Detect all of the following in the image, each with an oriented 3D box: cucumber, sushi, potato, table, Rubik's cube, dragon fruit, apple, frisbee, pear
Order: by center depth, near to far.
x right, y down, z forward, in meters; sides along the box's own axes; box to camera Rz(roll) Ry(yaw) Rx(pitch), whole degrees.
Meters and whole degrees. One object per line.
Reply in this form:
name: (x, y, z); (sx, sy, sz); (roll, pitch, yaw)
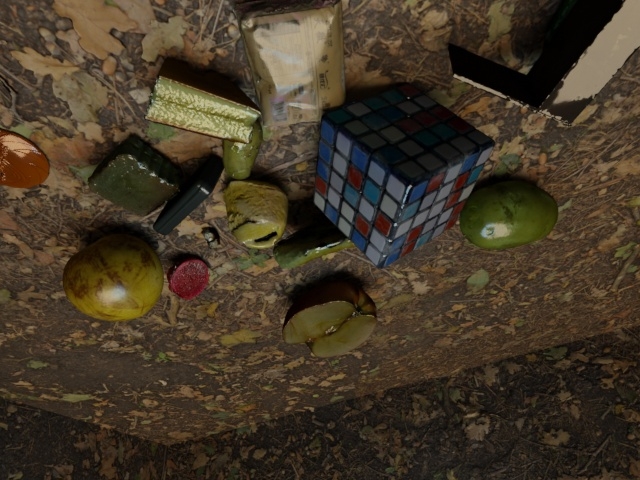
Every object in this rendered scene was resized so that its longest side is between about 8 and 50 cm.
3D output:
table: (0.450, -0.426, 0.844); (0.282, 0.196, 0.250); (19, 136, -6)
cucumber: (0.554, -0.508, 0.911); (0.056, 0.056, 0.250); (2, 137, -13)
Rubik's cube: (0.180, -0.160, 1.011); (0.292, 0.287, 0.293); (-26, 147, -28)
frisbee: (-0.799, -0.198, 1.050); (0.192, 0.035, 0.192); (-6, 140, -5)
potato: (-0.208, -0.234, 1.083); (0.105, 0.085, 0.188); (-16, 149, -27)
pear: (-0.626, 0.117, 1.280); (0.281, 0.280, 0.280); (-5, 141, -4)
potato: (0.597, -0.079, 1.321); (0.304, 0.215, 0.216); (-3, 141, 1)
sushi: (-0.357, -0.011, 1.365); (0.046, 0.044, 0.083); (-26, 145, -13)
dragon fruit: (-0.484, 0.119, 1.453); (0.111, 0.153, 0.153); (16, 158, 39)
apple: (0.041, 0.320, 1.645); (0.365, 0.295, 0.329); (-40, 168, 27)

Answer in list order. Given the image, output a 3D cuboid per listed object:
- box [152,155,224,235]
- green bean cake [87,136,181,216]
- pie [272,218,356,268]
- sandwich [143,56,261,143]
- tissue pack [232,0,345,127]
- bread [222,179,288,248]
box: (-0.358, -0.121, 1.129); (0.230, 0.160, 0.050); (-36, 118, 28)
green bean cake: (-0.485, -0.168, 1.099); (0.173, 0.094, 0.181); (-30, 136, 24)
pie: (0.000, 0.000, 1.233); (0.297, 0.371, 0.078); (-23, 100, -15)
sandwich: (-0.260, -0.306, 0.941); (0.236, 0.128, 0.122); (15, 129, -17)
tissue pack: (-0.054, -0.381, 0.902); (0.215, 0.123, 0.256); (-10, 142, -2)
bread: (-0.189, -0.083, 1.196); (0.197, 0.170, 0.197); (-2, 151, -1)
